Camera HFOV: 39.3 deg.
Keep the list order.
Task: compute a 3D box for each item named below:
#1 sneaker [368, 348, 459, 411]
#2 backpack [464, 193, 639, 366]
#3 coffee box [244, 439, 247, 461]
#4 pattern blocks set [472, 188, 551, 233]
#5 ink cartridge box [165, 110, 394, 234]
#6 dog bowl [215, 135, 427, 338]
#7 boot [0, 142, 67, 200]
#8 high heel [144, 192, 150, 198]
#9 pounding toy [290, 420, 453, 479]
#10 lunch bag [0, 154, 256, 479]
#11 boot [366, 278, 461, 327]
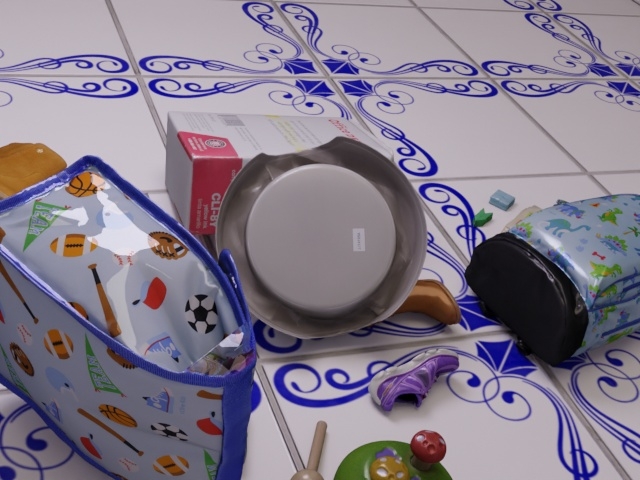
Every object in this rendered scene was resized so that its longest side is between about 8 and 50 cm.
[{"bbox_3d":[0.157,0.230,1.442,0.169,0.068,0.071,-20,61,-26],"label":"sneaker"},{"bbox_3d":[0.499,0.056,1.643,0.355,0.273,0.290,2,32,-31],"label":"backpack"},{"bbox_3d":[-0.197,0.260,1.290,0.184,0.040,0.113,7,38,-9],"label":"coffee box"},{"bbox_3d":[0.486,-0.007,1.893,0.324,0.026,0.285,22,36,14],"label":"pattern blocks set"},{"bbox_3d":[-0.088,-0.134,1.731,0.384,0.161,0.279,-1,24,-18],"label":"ink cartridge box"},{"bbox_3d":[0.000,0.000,1.513,0.348,0.102,0.349,1,79,-4],"label":"dog bowl"},{"bbox_3d":[-0.537,-0.101,1.636,0.295,0.104,0.211,26,37,25],"label":"boot"},{"bbox_3d":[-0.358,0.037,1.542,0.186,0.093,0.261,-17,50,-10],"label":"high heel"},{"bbox_3d":[0.090,0.316,1.243,0.236,0.110,0.183,18,35,7],"label":"pounding toy"},{"bbox_3d":[-0.232,0.135,1.138,0.385,0.328,0.239,37,52,23],"label":"lunch bag"},{"bbox_3d":[0.136,0.115,1.586,0.197,0.073,0.152,35,48,29],"label":"boot"}]
